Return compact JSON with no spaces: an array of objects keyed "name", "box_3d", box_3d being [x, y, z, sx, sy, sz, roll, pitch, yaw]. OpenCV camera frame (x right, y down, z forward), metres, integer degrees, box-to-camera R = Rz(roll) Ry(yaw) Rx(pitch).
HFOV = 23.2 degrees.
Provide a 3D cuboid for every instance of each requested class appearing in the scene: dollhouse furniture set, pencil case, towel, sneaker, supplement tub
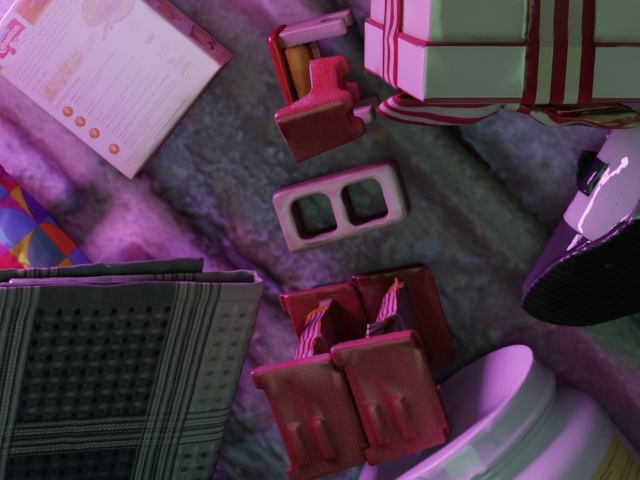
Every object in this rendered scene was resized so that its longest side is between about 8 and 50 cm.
[{"name":"dollhouse furniture set","box_3d":[0.000,0.000,1.405,0.152,0.201,0.374,-15,104,11]},{"name":"pencil case","box_3d":[-0.279,0.035,1.506,0.104,0.104,0.236,-37,97,15]},{"name":"towel","box_3d":[-0.223,0.152,1.457,0.312,0.056,0.324,0,124,-26]},{"name":"sneaker","box_3d":[0.296,-0.050,1.410,0.122,0.146,0.330,20,133,-25]},{"name":"supplement tub","box_3d":[0.216,0.286,1.439,0.241,0.241,0.331,-38,98,15]}]

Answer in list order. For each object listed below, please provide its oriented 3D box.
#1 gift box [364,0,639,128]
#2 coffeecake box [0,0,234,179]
[{"name":"gift box","box_3d":[0.174,-0.225,1.301,0.255,0.276,0.258,0,102,-5]},{"name":"coffeecake box","box_3d":[-0.200,-0.174,1.450,0.185,0.068,0.142,39,107,-5]}]
